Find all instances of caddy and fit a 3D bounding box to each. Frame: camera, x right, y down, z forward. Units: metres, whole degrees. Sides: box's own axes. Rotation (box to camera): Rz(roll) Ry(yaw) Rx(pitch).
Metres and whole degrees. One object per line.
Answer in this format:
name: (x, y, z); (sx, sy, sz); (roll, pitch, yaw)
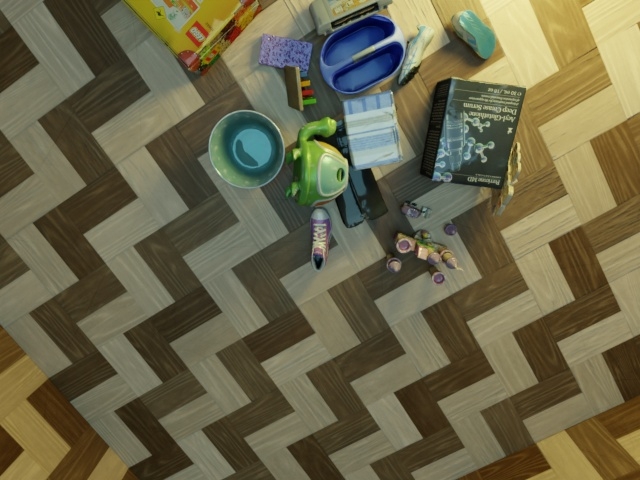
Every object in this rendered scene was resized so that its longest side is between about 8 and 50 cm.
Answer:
caddy: (0.161, -0.724, 1.603); (0.341, 0.179, 0.242); (-25, 105, 7)

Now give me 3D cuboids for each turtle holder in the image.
turtle holder: (-0.016, -0.293, 1.609); (0.227, 0.243, 0.321); (1, 73, -12)

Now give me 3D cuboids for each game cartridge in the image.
game cartridge: (0.106, -0.903, 1.555); (0.297, 0.062, 0.198); (-20, 61, 8)

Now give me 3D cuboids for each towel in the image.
towel: (0.206, -0.428, 1.611); (0.209, 0.034, 0.285); (-11, 108, 6)

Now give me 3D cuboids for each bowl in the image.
bowl: (-0.295, -0.383, 1.713); (0.311, 0.163, 0.312); (0, 106, 2)

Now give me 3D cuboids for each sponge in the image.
sponge: (-0.143, -0.766, 1.672); (0.209, 0.031, 0.117); (10, 107, -3)

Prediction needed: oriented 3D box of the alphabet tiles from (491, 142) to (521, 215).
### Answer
alphabet tiles: (0.750, -0.246, 1.670); (0.021, 0.284, 0.278); (13, 146, 6)

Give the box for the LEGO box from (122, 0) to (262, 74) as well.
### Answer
LEGO box: (-0.533, -0.959, 1.540); (0.372, 0.193, 0.500); (-42, 101, 11)

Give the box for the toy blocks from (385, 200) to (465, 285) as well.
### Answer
toy blocks: (0.460, 0.032, 1.767); (0.288, 0.260, 0.309); (17, 105, -3)

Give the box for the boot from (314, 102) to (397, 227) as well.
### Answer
boot: (0.202, -0.311, 1.732); (0.366, 0.146, 0.446); (-16, 102, 14)

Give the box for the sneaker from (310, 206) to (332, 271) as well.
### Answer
sneaker: (0.001, 0.000, 1.819); (0.102, 0.161, 0.283); (-1, 104, 3)

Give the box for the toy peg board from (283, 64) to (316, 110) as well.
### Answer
toy peg board: (-0.080, -0.620, 1.644); (0.079, 0.161, 0.161); (-14, 119, -17)

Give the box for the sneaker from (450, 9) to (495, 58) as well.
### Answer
sneaker: (0.611, -0.820, 1.620); (0.228, 0.092, 0.087); (36, 102, -29)

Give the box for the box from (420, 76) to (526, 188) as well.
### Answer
box: (0.604, -0.433, 1.661); (0.293, 0.212, 0.396); (6, 106, -1)

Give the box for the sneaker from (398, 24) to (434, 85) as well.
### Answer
sneaker: (0.373, -0.747, 1.651); (0.086, 0.085, 0.237); (32, 109, 19)
